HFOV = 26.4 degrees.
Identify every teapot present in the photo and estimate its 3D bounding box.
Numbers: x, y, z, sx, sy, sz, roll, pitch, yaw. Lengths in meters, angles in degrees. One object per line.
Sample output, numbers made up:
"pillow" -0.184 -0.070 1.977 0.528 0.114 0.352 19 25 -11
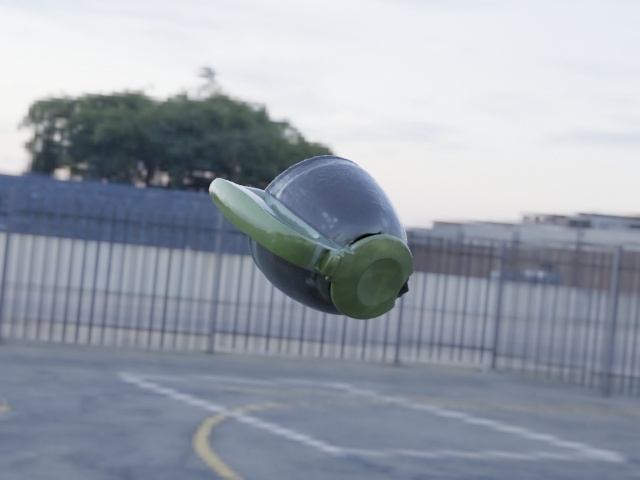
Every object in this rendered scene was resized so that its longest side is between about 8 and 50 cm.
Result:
"teapot" 0.000 0.008 0.817 0.124 0.092 0.091 -9 30 -27
